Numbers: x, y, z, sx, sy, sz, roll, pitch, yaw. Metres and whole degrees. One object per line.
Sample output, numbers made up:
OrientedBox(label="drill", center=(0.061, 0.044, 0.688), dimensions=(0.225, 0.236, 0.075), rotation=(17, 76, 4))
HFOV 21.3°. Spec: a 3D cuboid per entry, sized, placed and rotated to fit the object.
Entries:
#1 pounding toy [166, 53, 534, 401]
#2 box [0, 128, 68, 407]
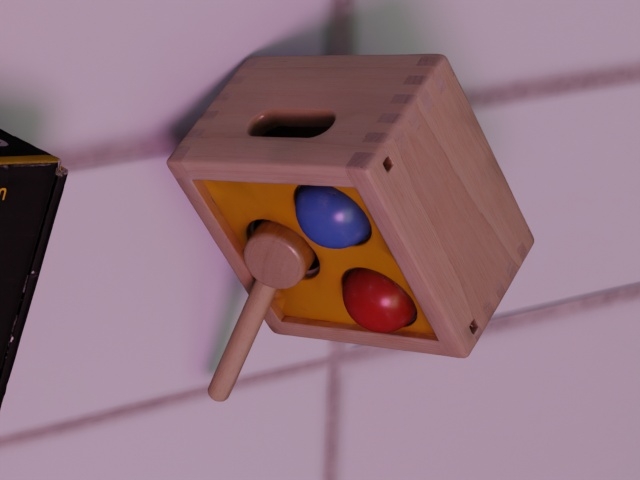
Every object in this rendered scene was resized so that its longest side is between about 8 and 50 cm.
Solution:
OrientedBox(label="pounding toy", center=(0.000, 0.000, 0.746), dimensions=(0.100, 0.141, 0.130), rotation=(-56, 132, -32))
OrientedBox(label="box", center=(-0.247, 0.081, 0.588), dimensions=(0.322, 0.079, 0.257), rotation=(-6, 117, -58))
